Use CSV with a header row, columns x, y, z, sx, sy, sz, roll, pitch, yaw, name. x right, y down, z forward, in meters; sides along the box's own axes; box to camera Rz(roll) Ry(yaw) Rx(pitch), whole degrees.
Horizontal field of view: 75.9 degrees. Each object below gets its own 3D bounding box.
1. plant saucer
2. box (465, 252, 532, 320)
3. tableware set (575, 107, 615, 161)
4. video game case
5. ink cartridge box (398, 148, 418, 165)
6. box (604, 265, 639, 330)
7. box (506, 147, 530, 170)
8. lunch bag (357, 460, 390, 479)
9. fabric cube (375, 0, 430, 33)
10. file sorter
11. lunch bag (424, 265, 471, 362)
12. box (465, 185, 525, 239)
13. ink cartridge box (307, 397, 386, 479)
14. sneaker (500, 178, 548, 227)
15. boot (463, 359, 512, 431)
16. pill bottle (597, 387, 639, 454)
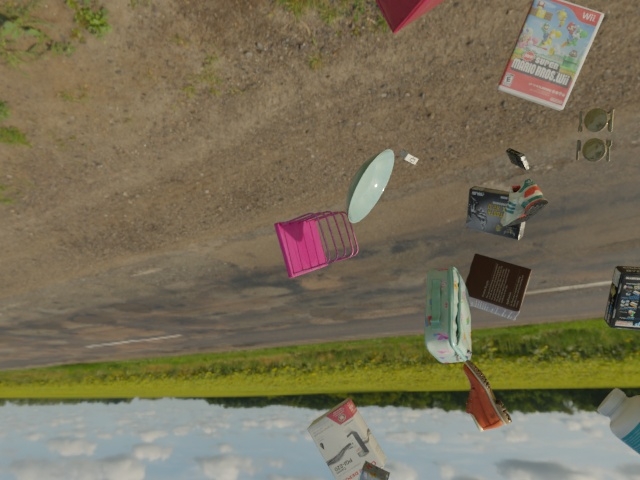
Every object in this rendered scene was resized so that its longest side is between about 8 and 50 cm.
x,y,z,sx,sy,sz,roll,pitch,yaw,name
0.110,-0.135,0.985,0.037,0.195,0.195,33,170,21,plant saucer
0.654,0.175,1.536,0.203,0.169,0.167,18,167,25,box
1.032,-0.393,1.528,0.039,0.195,0.128,-14,-162,-22,tableware set
0.679,-0.558,1.219,0.203,0.286,0.025,21,-172,4,video game case
0.373,-0.346,1.708,0.083,0.048,0.028,16,119,-37,ink cartridge box
0.923,0.164,1.120,0.219,0.176,0.051,2,-159,16,box
0.720,-0.297,1.496,0.018,0.083,0.067,-40,122,7,box
0.125,0.599,1.002,0.070,0.084,0.053,20,-165,18,lunch bag
0.238,-0.674,0.903,0.254,0.259,0.258,-34,-169,-1,fabric cube
0.000,0.000,1.544,0.182,0.202,0.290,-17,177,27,file sorter
0.398,0.234,1.277,0.107,0.280,0.224,-9,145,27,lunch bag
0.736,-0.119,1.721,0.230,0.183,0.056,19,-148,39,box
0.083,0.647,1.307,0.158,0.218,0.092,-36,166,6,ink cartridge box
0.469,-0.088,0.967,0.057,0.076,0.161,-14,163,-5,sneaker
0.366,0.365,0.963,0.084,0.158,0.059,-34,156,20,boot
0.948,0.549,1.167,0.264,0.146,0.146,40,-177,32,pill bottle
